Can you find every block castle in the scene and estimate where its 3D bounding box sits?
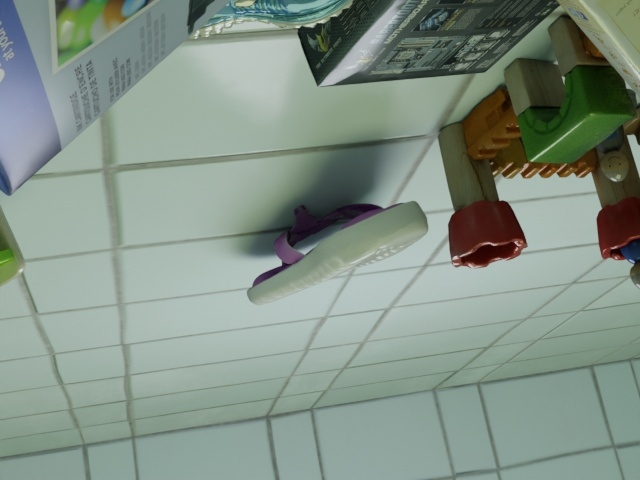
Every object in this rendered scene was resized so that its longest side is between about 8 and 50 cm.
[{"bbox_3d":[0.347,-0.098,0.980,0.303,0.212,0.453,-2,159,-25],"label":"block castle"}]

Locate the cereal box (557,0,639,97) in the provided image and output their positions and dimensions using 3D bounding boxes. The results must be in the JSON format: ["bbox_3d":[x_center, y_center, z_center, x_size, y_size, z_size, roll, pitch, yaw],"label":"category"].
[{"bbox_3d":[0.254,-0.184,0.648,0.173,0.047,0.240,-48,120,5],"label":"cereal box"}]

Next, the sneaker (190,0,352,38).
[{"bbox_3d":[-0.041,-0.184,0.667,0.162,0.063,0.073,-13,158,3],"label":"sneaker"}]

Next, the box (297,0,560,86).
[{"bbox_3d":[0.113,-0.203,0.741,0.183,0.059,0.233,-11,163,-31],"label":"box"}]

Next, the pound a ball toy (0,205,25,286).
[{"bbox_3d":[-0.461,0.031,1.083,0.319,0.135,0.208,-24,-177,33],"label":"pound a ball toy"}]

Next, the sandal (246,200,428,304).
[{"bbox_3d":[0.013,-0.004,1.249,0.169,0.102,0.416,-19,177,-27],"label":"sandal"}]

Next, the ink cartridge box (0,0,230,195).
[{"bbox_3d":[-0.112,-0.141,0.487,0.311,0.065,0.186,-44,170,-19],"label":"ink cartridge box"}]
